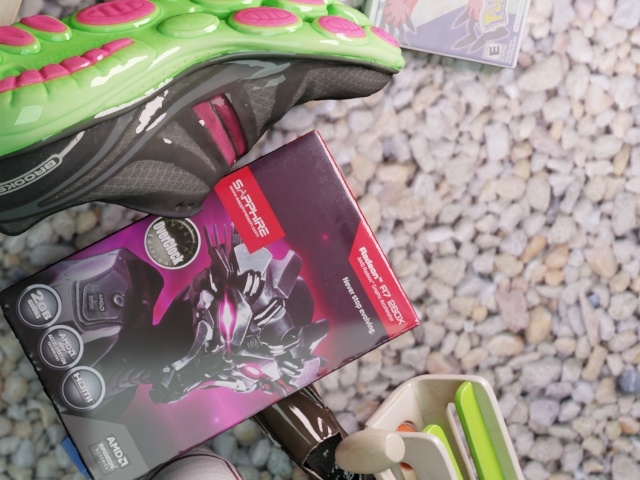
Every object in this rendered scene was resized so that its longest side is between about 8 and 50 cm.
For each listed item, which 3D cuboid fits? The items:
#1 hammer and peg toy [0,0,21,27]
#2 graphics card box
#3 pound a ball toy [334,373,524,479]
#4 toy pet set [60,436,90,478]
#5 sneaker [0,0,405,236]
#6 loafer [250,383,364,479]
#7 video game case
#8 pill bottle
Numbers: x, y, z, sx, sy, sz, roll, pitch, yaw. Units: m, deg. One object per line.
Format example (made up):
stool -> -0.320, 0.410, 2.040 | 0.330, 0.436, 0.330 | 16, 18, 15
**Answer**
hammer and peg toy -> -0.382, -0.268, 1.264 | 0.266, 0.127, 0.361 | 21, 96, -22
graphics card box -> -0.112, 0.071, 1.423 | 0.371, 0.094, 0.233 | -27, 89, -9
pound a ball toy -> 0.118, 0.298, 1.554 | 0.208, 0.136, 0.319 | -42, 118, -44
toy pet set -> -0.216, 0.189, 1.466 | 0.114, 0.065, 0.122 | -40, 109, -3
sneaker -> -0.136, -0.134, 1.348 | 0.483, 0.185, 0.202 | -17, 133, -30
loafer -> -0.017, 0.202, 1.532 | 0.080, 0.078, 0.220 | -46, 113, -3
video game case -> 0.147, -0.298, 1.494 | 0.183, 0.023, 0.201 | 8, 101, -20
pill bottle -> -0.123, 0.290, 1.441 | 0.121, 0.221, 0.121 | -5, 105, -18
